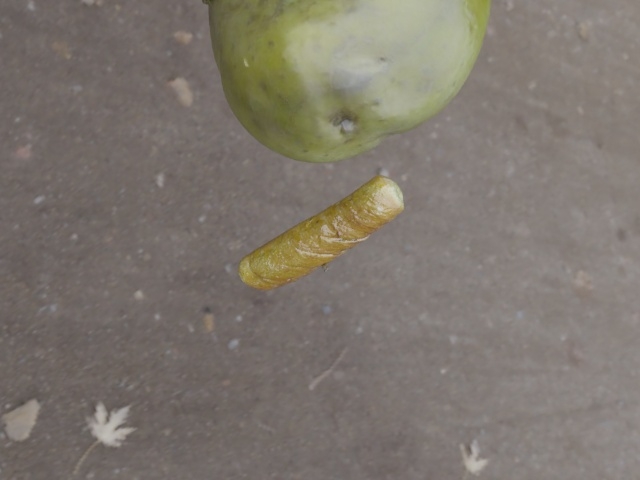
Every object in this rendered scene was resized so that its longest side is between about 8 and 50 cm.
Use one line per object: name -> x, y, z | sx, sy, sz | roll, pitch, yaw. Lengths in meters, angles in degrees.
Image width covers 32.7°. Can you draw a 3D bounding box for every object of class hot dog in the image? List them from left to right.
hot dog -> -0.002, -0.003, 1.562 | 0.087, 0.286, 0.061 | 29, 38, -37

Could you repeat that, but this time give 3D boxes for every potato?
potato -> 0.019, -0.168, 0.737 | 0.197, 0.148, 0.228 | -14, 65, -1
